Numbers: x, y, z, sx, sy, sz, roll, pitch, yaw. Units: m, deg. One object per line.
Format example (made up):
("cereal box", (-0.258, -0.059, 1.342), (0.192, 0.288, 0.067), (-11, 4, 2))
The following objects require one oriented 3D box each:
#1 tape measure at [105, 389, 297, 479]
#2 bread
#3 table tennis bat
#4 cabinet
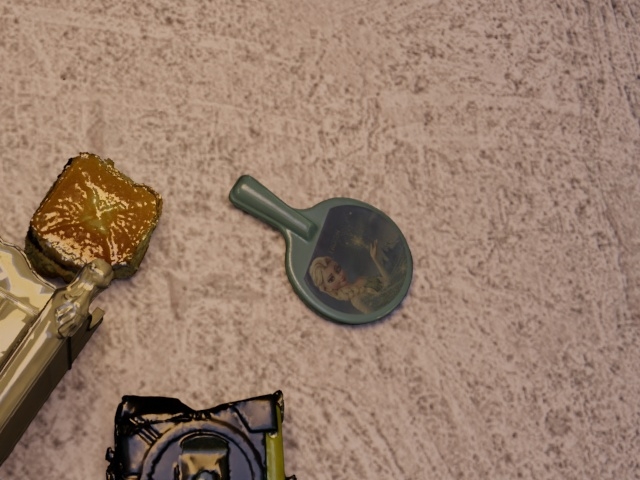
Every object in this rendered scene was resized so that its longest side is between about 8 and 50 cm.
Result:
("tape measure", (-0.118, 0.249, 1.065), (0.199, 0.112, 0.186), (-2, 76, -11))
("bread", (-0.245, -0.014, 1.138), (0.127, 0.069, 0.140), (27, 66, -4))
("table tennis bat", (0.000, 0.000, 1.206), (0.237, 0.038, 0.149), (34, 70, -3))
("cabinet", (-0.399, 0.108, 0.983), (0.289, 0.227, 0.318), (32, 69, 0))
